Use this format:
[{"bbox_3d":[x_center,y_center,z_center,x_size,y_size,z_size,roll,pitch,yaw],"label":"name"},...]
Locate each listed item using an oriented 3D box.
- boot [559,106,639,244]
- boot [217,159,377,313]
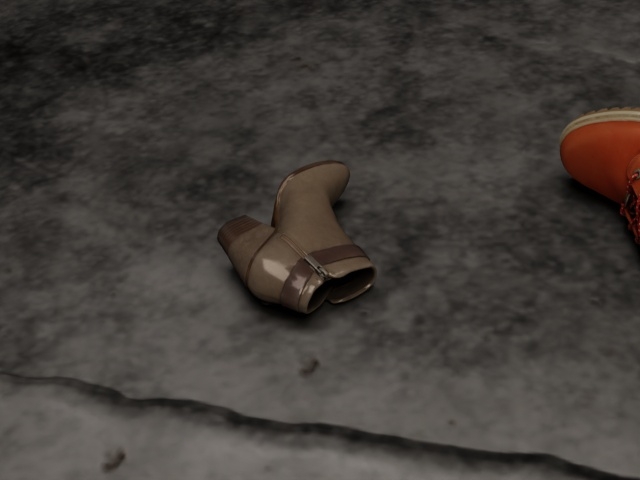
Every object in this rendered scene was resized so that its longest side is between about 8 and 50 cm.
[{"bbox_3d":[0.196,-0.026,0.655,0.158,0.059,0.084,27,52,35],"label":"boot"},{"bbox_3d":[0.000,0.000,0.669,0.118,0.042,0.087,-34,50,-30],"label":"boot"}]
